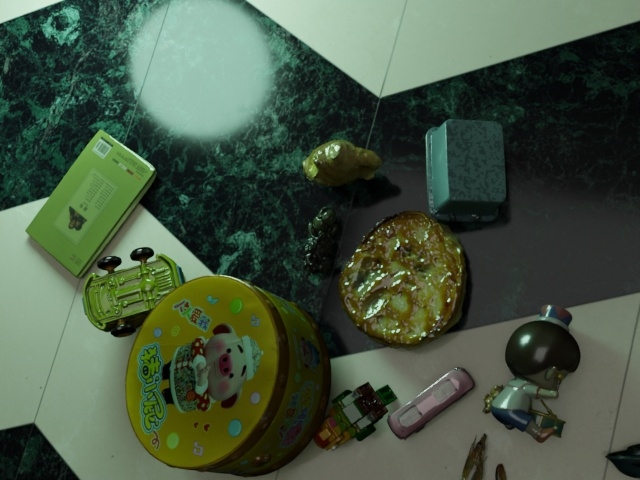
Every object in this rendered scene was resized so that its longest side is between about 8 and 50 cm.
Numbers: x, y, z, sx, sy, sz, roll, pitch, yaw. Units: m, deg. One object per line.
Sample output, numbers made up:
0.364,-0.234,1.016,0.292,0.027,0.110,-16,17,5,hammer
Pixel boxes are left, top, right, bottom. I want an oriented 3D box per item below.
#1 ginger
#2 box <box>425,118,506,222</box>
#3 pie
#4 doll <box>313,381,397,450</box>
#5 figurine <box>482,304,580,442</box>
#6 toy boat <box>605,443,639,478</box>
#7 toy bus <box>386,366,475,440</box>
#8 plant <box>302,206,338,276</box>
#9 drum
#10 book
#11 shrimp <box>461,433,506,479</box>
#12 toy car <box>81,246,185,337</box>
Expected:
0.039,-0.176,1.693,0.157,0.216,0.102,-2,82,-23,ginger
0.323,-0.158,1.616,0.162,0.130,0.226,2,75,-7,box
0.184,0.091,1.636,0.316,0.092,0.314,-6,74,21,pie
0.066,0.384,1.586,0.186,0.134,0.106,-40,73,12,doll
0.447,0.264,1.487,0.158,0.161,0.275,21,86,-21,figurine
0.677,0.408,1.405,0.246,0.093,0.103,-9,82,15,toy boat
0.234,0.345,1.557,0.203,0.090,0.063,-39,70,6,toy bus
0.000,0.000,1.719,0.085,0.087,0.174,0,71,42,plant
-0.203,0.293,1.592,0.432,0.214,0.430,-11,67,27,drum
-0.613,-0.104,1.950,0.239,0.035,0.352,36,90,23,book
0.343,0.485,1.515,0.095,0.045,0.162,11,79,19,shrimp
-0.442,0.133,1.786,0.248,0.142,0.200,-13,74,3,toy car
